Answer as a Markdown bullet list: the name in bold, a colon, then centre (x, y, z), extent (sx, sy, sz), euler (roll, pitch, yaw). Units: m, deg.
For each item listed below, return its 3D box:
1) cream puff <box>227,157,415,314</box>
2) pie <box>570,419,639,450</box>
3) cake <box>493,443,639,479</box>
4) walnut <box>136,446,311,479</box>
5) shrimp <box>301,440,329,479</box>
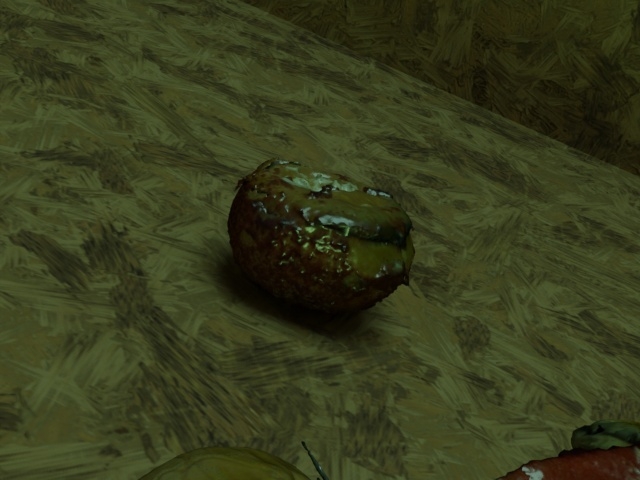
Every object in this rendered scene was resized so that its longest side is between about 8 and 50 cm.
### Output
- **cream puff**: centre (0.000, 0.000, 1.475), extent (0.240, 0.164, 0.240), euler (13, 10, -2)
- **pie**: centre (0.422, 0.246, 1.277), extent (0.339, 0.077, 0.339), euler (13, -2, 0)
- **cake**: centre (0.237, 0.274, 1.041), extent (0.283, 0.177, 0.151), euler (-3, 48, -36)
- **walnut**: centre (-0.056, 0.246, 0.818), extent (0.195, 0.195, 0.221), euler (7, 28, -33)
- **shrimp**: centre (0.087, 0.269, 0.869), extent (0.343, 0.145, 0.116), euler (44, -11, 41)
